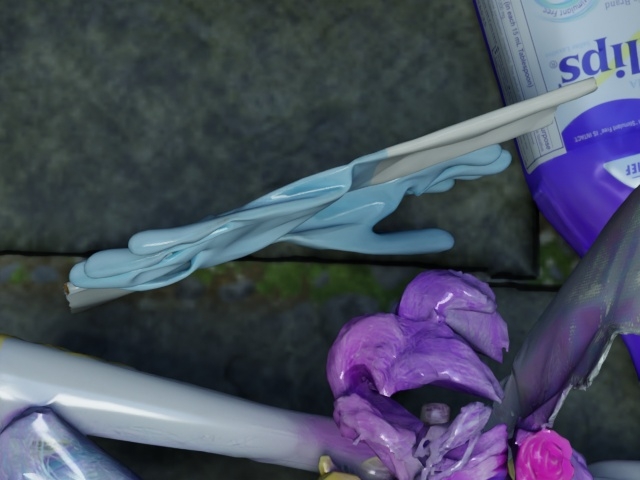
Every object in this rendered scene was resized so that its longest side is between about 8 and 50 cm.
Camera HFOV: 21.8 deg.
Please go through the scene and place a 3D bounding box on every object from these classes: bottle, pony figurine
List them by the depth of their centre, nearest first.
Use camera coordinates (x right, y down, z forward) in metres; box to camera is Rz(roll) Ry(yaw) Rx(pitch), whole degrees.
[{"bbox_3d":[0.048,0.106,0.669,0.363,0.351,0.302,6,84,-1],"label":"pony figurine"},{"bbox_3d":[0.157,-0.055,0.832,0.118,0.092,0.283,-13,81,-7],"label":"bottle"}]

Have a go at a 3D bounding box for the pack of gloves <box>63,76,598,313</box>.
[{"bbox_3d":[0.000,0.000,0.754,0.232,0.195,0.046,-19,87,-9],"label":"pack of gloves"}]
